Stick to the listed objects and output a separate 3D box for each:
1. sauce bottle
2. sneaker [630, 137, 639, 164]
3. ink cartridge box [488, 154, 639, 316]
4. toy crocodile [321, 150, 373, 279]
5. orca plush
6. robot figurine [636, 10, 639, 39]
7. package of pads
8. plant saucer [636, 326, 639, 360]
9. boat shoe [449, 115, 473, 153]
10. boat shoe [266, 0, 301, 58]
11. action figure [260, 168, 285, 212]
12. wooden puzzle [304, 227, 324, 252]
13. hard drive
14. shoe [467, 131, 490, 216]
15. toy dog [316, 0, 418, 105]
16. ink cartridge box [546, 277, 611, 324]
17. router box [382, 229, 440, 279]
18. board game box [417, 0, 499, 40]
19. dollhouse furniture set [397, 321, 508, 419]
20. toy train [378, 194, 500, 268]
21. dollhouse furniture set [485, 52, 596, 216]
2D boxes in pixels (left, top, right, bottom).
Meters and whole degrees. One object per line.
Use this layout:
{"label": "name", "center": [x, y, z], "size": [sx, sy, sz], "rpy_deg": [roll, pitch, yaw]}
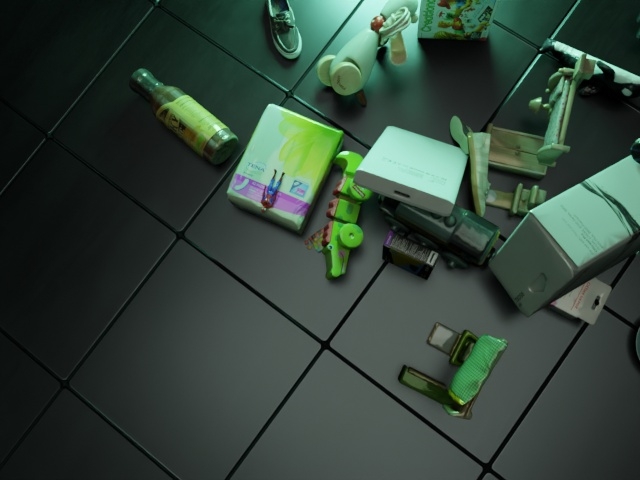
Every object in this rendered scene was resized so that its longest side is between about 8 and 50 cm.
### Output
{"label": "sauce bottle", "center": [-0.385, -0.347, 1.763], "size": [0.344, 0.111, 0.111], "rpy_deg": [39, 85, 13]}
{"label": "sneaker", "center": [0.768, -0.166, 1.342], "size": [0.211, 0.080, 0.081], "rpy_deg": [38, 65, 14]}
{"label": "ink cartridge box", "center": [0.619, -0.021, 1.460], "size": [0.395, 0.285, 0.166], "rpy_deg": [-27, 68, -18]}
{"label": "toy crocodile", "center": [0.058, -0.065, 1.652], "size": [0.105, 0.115, 0.341], "rpy_deg": [15, 79, -12]}
{"label": "orca plush", "center": [0.704, -0.431, 1.683], "size": [0.287, 0.151, 0.102], "rpy_deg": [26, 114, 7]}
{"label": "robot figurine", "center": [0.973, -0.559, 1.648], "size": [0.278, 0.173, 0.209], "rpy_deg": [10, 104, 7]}
{"label": "package of pads", "center": [-0.098, -0.195, 1.711], "size": [0.229, 0.101, 0.297], "rpy_deg": [24, 82, 8]}
{"label": "plant saucer", "center": [0.869, 0.262, 1.566], "size": [0.195, 0.037, 0.195], "rpy_deg": [-1, 79, 4]}
{"label": "boat shoe", "center": [0.387, -0.279, 1.699], "size": [0.043, 0.049, 0.137], "rpy_deg": [-1, 49, -23]}
{"label": "boat shoe", "center": [-0.108, -0.630, 1.806], "size": [0.080, 0.076, 0.229], "rpy_deg": [-12, 78, 3]}
{"label": "action figure", "center": [-0.127, -0.125, 1.635], "size": [0.038, 0.030, 0.115], "rpy_deg": [20, 85, 1]}
{"label": "wooden puzzle", "center": [0.000, 0.000, 1.712], "size": [0.083, 0.006, 0.049], "rpy_deg": [-35, 78, -2]}
{"label": "hard drive", "center": [0.234, -0.182, 1.574], "size": [0.233, 0.353, 0.047], "rpy_deg": [20, 121, 8]}
{"label": "shoe", "center": [0.406, -0.166, 1.615], "size": [0.058, 0.076, 0.219], "rpy_deg": [-4, 96, 6]}
{"label": "toy dog", "center": [0.148, -0.492, 1.709], "size": [0.333, 0.161, 0.220], "rpy_deg": [-32, 35, 27]}
{"label": "ink cartridge box", "center": [0.608, 0.121, 1.602], "size": [0.198, 0.067, 0.115], "rpy_deg": [29, 83, 11]}
{"label": "router box", "center": [0.223, 0.039, 1.596], "size": [0.133, 0.179, 0.046], "rpy_deg": [25, 80, 10]}
{"label": "board game box", "center": [0.354, -0.609, 1.643], "size": [0.193, 0.305, 0.053], "rpy_deg": [5, 82, 7]}
{"label": "dollhouse furniture set", "center": [0.296, 0.282, 1.480], "size": [0.151, 0.301, 0.198], "rpy_deg": [27, 85, 7]}
{"label": "toy train", "center": [0.294, -0.048, 1.600], "size": [0.334, 0.190, 0.142], "rpy_deg": [33, 83, 10]}
{"label": "dollhouse furniture set", "center": [0.495, -0.244, 1.535], "size": [0.173, 0.355, 0.303], "rpy_deg": [14, 82, 8]}
